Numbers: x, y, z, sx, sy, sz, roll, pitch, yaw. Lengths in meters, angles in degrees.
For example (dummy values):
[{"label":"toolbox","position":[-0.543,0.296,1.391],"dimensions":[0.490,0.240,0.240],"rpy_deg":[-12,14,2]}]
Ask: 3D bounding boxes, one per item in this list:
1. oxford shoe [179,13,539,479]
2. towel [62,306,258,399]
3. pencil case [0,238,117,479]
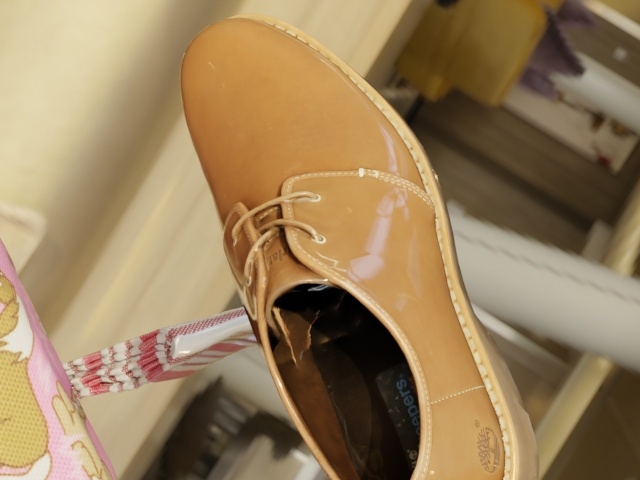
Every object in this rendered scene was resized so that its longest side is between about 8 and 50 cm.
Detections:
[{"label":"oxford shoe","position":[0.000,0.000,0.490],"dimensions":[0.076,0.212,0.076],"rpy_deg":[-38,151,18]},{"label":"towel","position":[-0.068,0.060,0.769],"dimensions":[0.144,0.029,0.197],"rpy_deg":[-14,175,-40]},{"label":"pencil case","position":[-0.169,0.088,0.588],"dimensions":[0.160,0.386,0.167],"rpy_deg":[-28,-173,-12]}]
